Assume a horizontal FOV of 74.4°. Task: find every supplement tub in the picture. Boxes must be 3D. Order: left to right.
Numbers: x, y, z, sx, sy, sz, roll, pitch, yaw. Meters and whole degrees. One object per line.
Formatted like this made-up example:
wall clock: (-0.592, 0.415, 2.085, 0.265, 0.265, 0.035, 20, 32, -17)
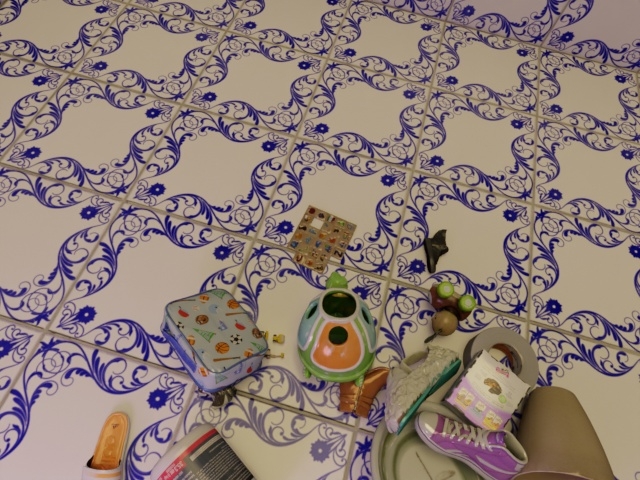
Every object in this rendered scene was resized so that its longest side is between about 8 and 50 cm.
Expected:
supplement tub: (-0.277, 0.630, 1.069, 0.191, 0.191, 0.272, -40, 73, -22)

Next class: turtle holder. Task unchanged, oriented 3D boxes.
turtle holder: (0.064, 0.250, 1.258, 0.243, 0.228, 0.320, 18, 37, 23)

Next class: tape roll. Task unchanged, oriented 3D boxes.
tape roll: (0.573, 0.392, 1.347, 0.218, 0.072, 0.220, 3, 62, -5)

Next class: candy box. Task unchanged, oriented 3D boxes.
candy box: (0.480, 0.448, 1.230, 0.164, 0.070, 0.196, 39, 71, 18)

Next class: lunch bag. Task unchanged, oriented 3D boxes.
lunch bag: (-0.319, 0.279, 1.232, 0.243, 0.115, 0.303, -17, 50, -45)

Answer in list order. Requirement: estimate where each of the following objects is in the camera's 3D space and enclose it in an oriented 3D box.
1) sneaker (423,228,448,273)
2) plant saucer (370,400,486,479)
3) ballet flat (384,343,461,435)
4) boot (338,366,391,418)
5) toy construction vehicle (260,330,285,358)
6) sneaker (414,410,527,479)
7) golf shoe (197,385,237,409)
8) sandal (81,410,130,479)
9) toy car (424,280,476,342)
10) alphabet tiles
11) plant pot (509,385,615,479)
sneaker: (0.425, 0.039, 1.525, 0.088, 0.051, 0.171, -2, 60, -2)
plant saucer: (0.307, 0.642, 1.136, 0.399, 0.101, 0.401, 13, 42, -12)
ballet flat: (0.268, 0.407, 1.212, 0.408, 0.147, 0.147, -14, 59, -50)
boot: (0.153, 0.458, 1.275, 0.196, 0.073, 0.153, 8, 64, 7)
toy construction vehicle: (-0.162, 0.330, 1.328, 0.098, 0.035, 0.086, 3, 52, -7)
sneaker: (0.402, 0.516, 1.117, 0.281, 0.161, 0.102, 26, 42, 7)
golf shoe: (-0.338, 0.406, 1.244, 0.094, 0.077, 0.198, -42, 68, -15)
sandal: (-0.580, 0.594, 1.120, 0.101, 0.076, 0.266, 1, 63, -5)
toy car: (0.390, 0.249, 1.368, 0.148, 0.155, 0.189, 32, 77, 11)
alphabet tiles: (0.000, 0.000, 1.526, 0.198, 0.009, 0.237, 24, 63, 6)
plant pot: (0.671, 0.568, 1.191, 0.256, 0.257, 0.274, 20, 46, 4)
